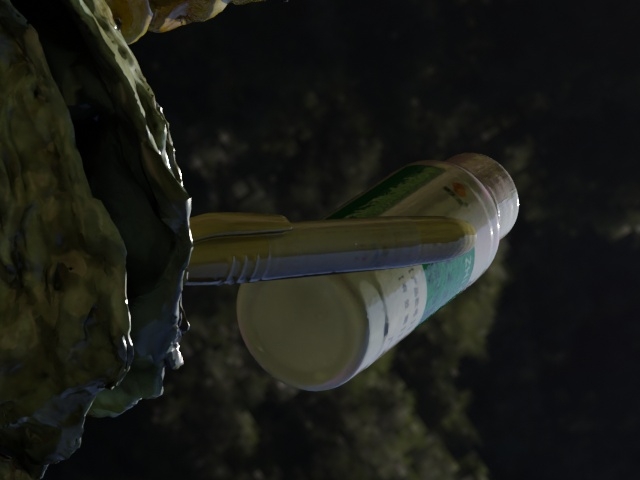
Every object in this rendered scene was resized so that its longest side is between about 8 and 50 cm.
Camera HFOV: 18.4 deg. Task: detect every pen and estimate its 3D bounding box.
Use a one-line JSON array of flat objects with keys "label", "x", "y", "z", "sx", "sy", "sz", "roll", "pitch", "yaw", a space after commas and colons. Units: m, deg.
[{"label": "pen", "x": 0.000, "y": 0.000, "z": 1.060, "sx": 0.233, "sy": 0.032, "sz": 0.040, "roll": -5, "pitch": 131, "yaw": -41}]

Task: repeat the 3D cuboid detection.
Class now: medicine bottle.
[{"label": "medicine bottle", "x": 0.047, "y": 0.009, "z": 1.267, "sx": 0.095, "sy": 0.095, "sz": 0.260, "roll": -24, "pitch": -174, "yaw": 35}]

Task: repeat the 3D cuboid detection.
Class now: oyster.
[{"label": "oyster", "x": -0.143, "y": -0.048, "z": 0.685, "sx": 0.112, "sy": 0.268, "sz": 0.198, "roll": -29, "pitch": 172, "yaw": -35}]

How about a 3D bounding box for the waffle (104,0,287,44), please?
[{"label": "waffle", "x": -0.027, "y": -0.187, "z": 0.836, "sx": 0.249, "sy": 0.056, "sz": 0.253, "roll": 5, "pitch": 128, "yaw": -45}]
